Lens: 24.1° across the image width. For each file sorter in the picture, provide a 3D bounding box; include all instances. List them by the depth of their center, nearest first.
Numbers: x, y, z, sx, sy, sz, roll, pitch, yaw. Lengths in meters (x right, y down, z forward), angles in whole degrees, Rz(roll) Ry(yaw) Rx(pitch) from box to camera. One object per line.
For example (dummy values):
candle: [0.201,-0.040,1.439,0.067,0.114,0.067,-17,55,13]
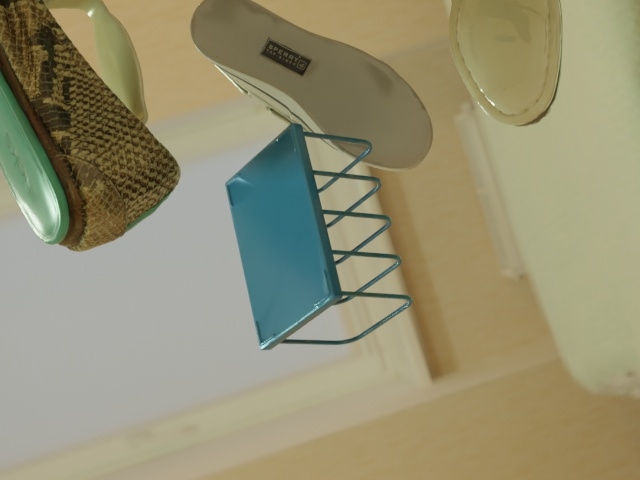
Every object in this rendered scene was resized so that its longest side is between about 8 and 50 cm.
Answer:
file sorter: [0.000,0.000,1.366,0.118,0.104,0.170,-38,58,45]

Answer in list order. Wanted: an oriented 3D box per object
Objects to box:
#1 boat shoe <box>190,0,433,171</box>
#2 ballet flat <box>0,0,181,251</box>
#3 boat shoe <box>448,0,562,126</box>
boat shoe: [-0.008,-0.148,1.471,0.267,0.096,0.088,27,175,8]
ballet flat: [-0.296,-0.213,1.420,0.483,0.182,0.164,54,147,7]
boat shoe: [0.173,-0.241,1.428,0.091,0.109,0.305,32,-137,-61]
